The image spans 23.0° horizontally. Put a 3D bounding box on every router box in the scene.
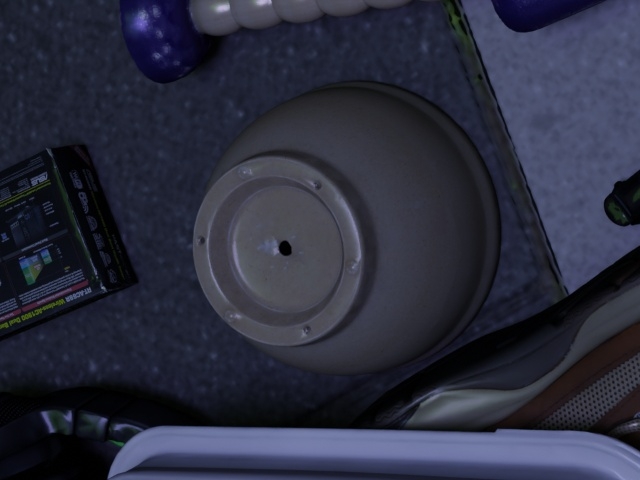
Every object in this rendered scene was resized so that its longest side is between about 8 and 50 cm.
[{"bbox_3d":[-0.181,0.006,0.950,0.122,0.038,0.092,-22,87,27],"label":"router box"}]

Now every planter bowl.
[{"bbox_3d":[0.000,0.000,0.823,0.162,0.109,0.162,4,100,25],"label":"planter bowl"}]

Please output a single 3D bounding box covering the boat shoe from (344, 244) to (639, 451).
[{"bbox_3d":[0.155,0.074,0.763,0.324,0.122,0.120,-33,88,34],"label":"boat shoe"}]

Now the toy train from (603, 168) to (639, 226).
[{"bbox_3d":[0.198,-0.060,0.759,0.158,0.036,0.027,-43,78,24],"label":"toy train"}]

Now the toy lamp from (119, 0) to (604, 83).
[{"bbox_3d":[0.028,-0.134,0.808,0.275,0.080,0.080,-5,95,25],"label":"toy lamp"}]

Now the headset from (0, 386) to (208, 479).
[{"bbox_3d":[-0.211,0.209,0.912,0.394,0.185,0.243,5,99,14],"label":"headset"}]

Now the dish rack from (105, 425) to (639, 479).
[{"bbox_3d":[0.021,0.236,0.757,0.333,0.072,0.285,-3,99,33],"label":"dish rack"}]
